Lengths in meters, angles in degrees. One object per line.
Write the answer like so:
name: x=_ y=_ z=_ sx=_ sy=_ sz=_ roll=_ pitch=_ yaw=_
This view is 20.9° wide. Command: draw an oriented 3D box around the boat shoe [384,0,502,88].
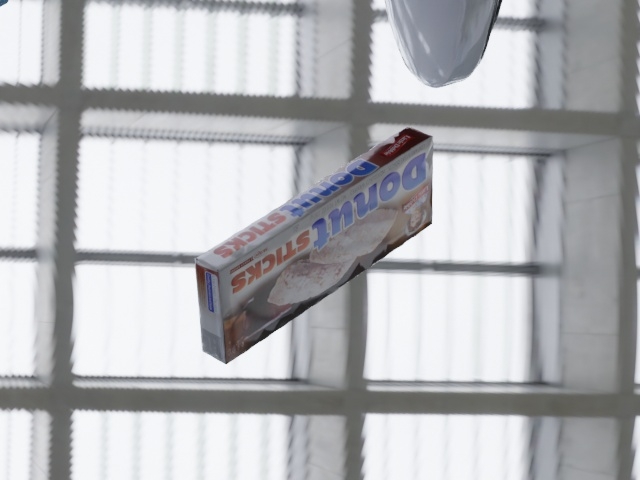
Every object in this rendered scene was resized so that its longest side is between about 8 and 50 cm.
boat shoe: x=0.102 y=-0.236 z=1.029 sx=0.102 sy=0.108 sz=0.301 roll=-12 pitch=-60 yaw=-26

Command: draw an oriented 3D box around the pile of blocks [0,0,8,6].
pile of blocks: x=-0.250 y=-0.262 z=1.163 sx=0.148 sy=0.112 sz=0.362 roll=9 pitch=-107 yaw=19

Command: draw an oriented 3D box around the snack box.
snack box: x=0.000 y=0.000 z=0.980 sx=0.178 sy=0.022 sz=0.064 roll=-33 pitch=-45 yaw=-37
